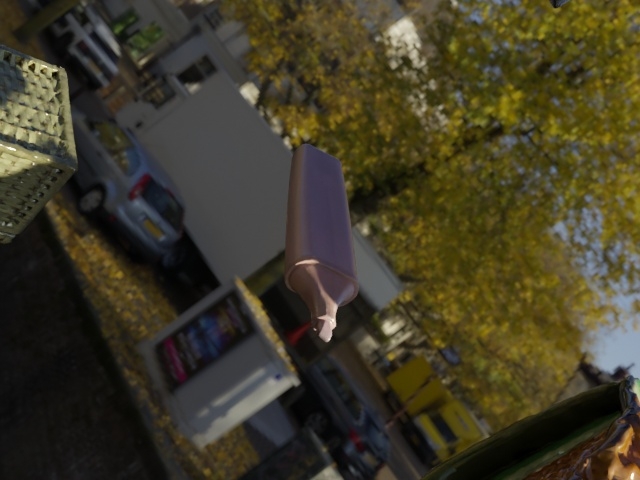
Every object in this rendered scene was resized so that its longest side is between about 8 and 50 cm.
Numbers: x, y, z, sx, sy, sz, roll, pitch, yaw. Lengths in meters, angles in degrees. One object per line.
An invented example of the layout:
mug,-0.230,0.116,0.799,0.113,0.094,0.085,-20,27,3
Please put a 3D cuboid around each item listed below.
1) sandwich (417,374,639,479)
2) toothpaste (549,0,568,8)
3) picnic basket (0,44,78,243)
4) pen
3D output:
sandwich,0.077,0.177,0.425,0.109,0.292,0.212,59,-26,-1
toothpaste,0.109,-0.320,0.666,0.320,0.066,0.076,61,9,12
picnic basket,-0.346,-0.094,0.832,0.196,0.154,0.134,17,46,-43
pen,0.000,0.000,0.663,0.053,0.032,0.197,26,34,-20
